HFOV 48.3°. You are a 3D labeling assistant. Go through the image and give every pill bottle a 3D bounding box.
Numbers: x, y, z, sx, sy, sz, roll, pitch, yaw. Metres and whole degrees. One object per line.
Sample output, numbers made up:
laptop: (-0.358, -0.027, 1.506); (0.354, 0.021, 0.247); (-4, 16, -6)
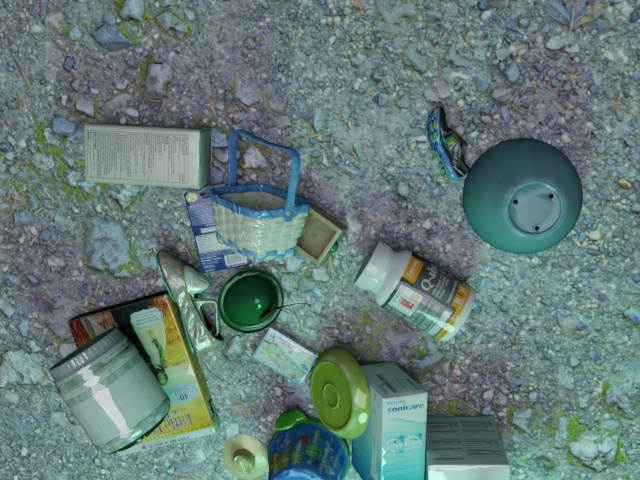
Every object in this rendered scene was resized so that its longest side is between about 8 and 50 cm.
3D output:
pill bottle: (0.235, 0.123, 1.803); (0.278, 0.162, 0.162); (30, 104, -2)

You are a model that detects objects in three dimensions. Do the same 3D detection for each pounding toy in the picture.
pounding toy: (0.000, 0.000, 1.845); (0.141, 0.100, 0.130); (36, 103, 9)

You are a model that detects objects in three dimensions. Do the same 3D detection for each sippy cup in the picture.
sippy cup: (-0.043, 0.628, 1.912); (0.305, 0.224, 0.240); (38, 103, -2)

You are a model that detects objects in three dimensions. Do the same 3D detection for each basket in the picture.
basket: (-0.152, -0.110, 1.749); (0.255, 0.201, 0.288); (29, 123, 43)

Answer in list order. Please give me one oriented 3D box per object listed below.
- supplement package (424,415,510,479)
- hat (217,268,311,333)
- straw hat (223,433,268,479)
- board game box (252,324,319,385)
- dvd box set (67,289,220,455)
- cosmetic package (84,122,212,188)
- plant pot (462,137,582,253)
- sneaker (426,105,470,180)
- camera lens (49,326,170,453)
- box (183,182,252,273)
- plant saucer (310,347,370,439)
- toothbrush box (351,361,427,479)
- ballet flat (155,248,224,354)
supplement package: (0.368, 0.600, 1.840); (0.198, 0.262, 0.199); (-2, 102, 5)
hat: (-0.165, 0.170, 1.829); (0.173, 0.183, 0.208); (42, 92, -13)
straw hat: (-0.218, 0.626, 2.013); (0.145, 0.061, 0.144); (1, 102, 5)
board game box: (-0.095, 0.313, 1.949); (0.154, 0.026, 0.103); (32, 104, -1)
dvd box set: (-0.489, 0.372, 1.986); (0.308, 0.062, 0.420); (-15, 100, 10)
cosmetic package: (-0.434, -0.218, 1.815); (0.296, 0.129, 0.153); (5, 102, 5)
plant pot: (0.495, -0.092, 1.710); (0.290, 0.195, 0.290); (1, 103, 6)
sneaker: (0.319, -0.243, 1.770); (0.078, 0.067, 0.188); (-23, 98, -11)
camera lens: (-0.539, 0.391, 1.851); (0.219, 0.219, 0.274); (-30, 97, 11)
box: (-0.271, -0.034, 1.885); (0.137, 0.036, 0.225); (-10, 102, 8)
plant saucer: (0.040, 0.402, 1.864); (0.037, 0.241, 0.240); (-4, 106, -36)
toothbrush box: (0.172, 0.492, 1.851); (0.126, 0.216, 0.295); (-5, 102, -17)
ballet flat: (-0.337, 0.154, 1.907); (0.106, 0.107, 0.316); (-16, 110, 5)
